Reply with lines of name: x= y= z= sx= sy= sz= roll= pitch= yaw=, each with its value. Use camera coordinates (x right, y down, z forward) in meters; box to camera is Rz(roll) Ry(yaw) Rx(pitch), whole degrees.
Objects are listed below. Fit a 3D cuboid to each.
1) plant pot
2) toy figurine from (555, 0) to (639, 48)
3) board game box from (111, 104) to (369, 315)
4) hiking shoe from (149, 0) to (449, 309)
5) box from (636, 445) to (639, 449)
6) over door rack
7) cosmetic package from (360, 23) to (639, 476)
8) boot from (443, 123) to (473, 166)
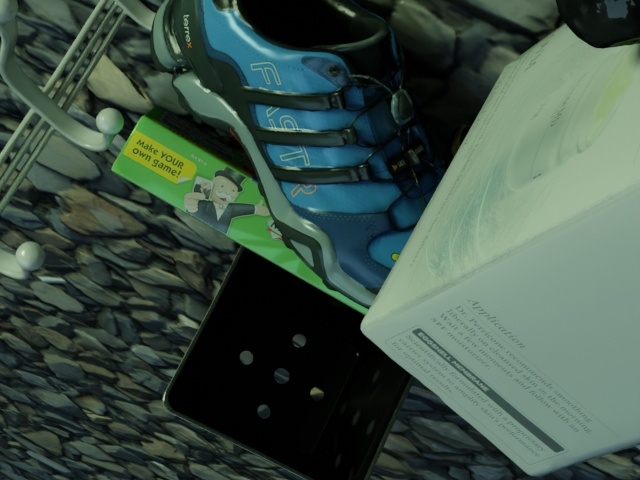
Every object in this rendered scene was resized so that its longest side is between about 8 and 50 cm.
plant pot: x=-0.024 y=0.116 z=1.126 sx=0.188 sy=0.187 sz=0.167 roll=27 pitch=166 yaw=-2
toy figurine: x=0.092 y=-0.201 z=0.493 sx=0.209 sy=0.148 sz=0.213 roll=23 pitch=153 yaw=5
board game box: x=0.000 y=0.000 z=0.919 sx=0.317 sy=0.046 sz=0.213 roll=30 pitch=-177 yaw=-9
hiking shoe: x=0.016 y=-0.068 z=0.764 sx=0.304 sy=0.113 sz=0.132 roll=45 pitch=143 yaw=3
box: x=0.278 y=0.071 z=0.707 sx=0.181 sy=0.119 sz=0.182 roll=38 pitch=107 yaw=-20
over door rack: x=-0.249 y=-0.159 z=0.752 sx=0.324 sy=0.239 sz=0.108 roll=38 pitch=152 yaw=-24
cosmetic package: x=0.169 y=-0.028 z=0.611 sx=0.138 sy=0.224 sz=0.225 roll=41 pitch=143 yaw=-13
boot: x=0.193 y=-0.033 z=0.810 sx=0.198 sy=0.077 sz=0.137 roll=38 pitch=135 yaw=-16
